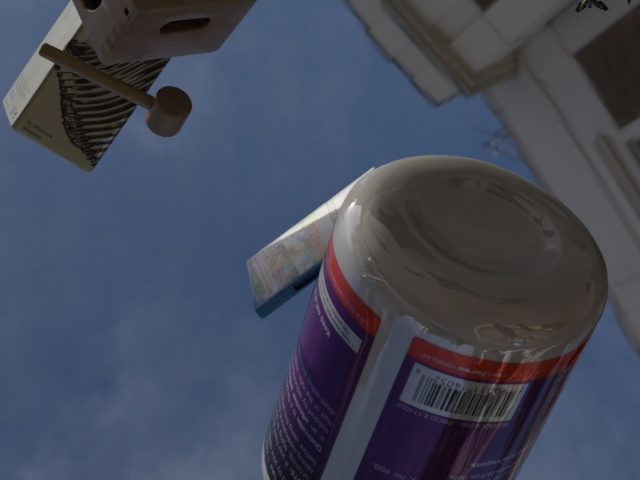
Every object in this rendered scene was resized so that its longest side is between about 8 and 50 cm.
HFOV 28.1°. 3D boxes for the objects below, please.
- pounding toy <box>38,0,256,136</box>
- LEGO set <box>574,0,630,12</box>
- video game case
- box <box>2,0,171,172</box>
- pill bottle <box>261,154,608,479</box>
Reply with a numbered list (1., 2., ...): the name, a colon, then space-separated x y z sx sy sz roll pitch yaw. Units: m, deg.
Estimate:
1. pounding toy: -0.149 -0.198 1.093 0.181 0.094 0.206 -14 -109 -39
2. LEGO set: 0.236 -0.212 1.019 0.054 0.083 0.023 47 -146 -39
3. video game case: 0.000 0.000 1.251 0.015 0.166 0.119 50 -171 -23
4. box: -0.232 -0.222 1.426 0.113 0.275 0.094 30 -168 -29
5. pill bottle: 0.064 0.111 0.900 0.181 0.323 0.181 11 -142 -9
